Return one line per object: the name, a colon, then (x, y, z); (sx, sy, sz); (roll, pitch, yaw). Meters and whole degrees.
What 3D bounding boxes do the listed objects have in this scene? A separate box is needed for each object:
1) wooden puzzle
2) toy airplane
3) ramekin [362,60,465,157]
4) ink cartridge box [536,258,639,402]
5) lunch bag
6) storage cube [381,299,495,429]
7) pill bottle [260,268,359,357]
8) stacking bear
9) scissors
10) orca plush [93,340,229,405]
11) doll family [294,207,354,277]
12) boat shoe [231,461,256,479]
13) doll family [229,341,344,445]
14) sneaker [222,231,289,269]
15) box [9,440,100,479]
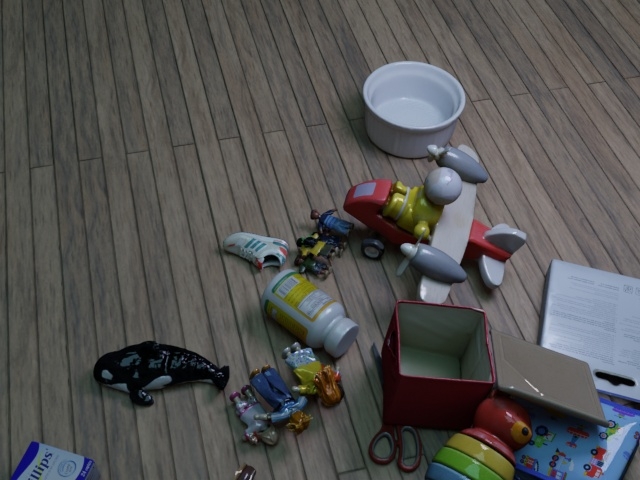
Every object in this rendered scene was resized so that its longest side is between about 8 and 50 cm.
wooden puzzle: (0.445, 0.275, 1.570); (0.221, 0.044, 0.239); (20, 22, -2)
toy airplane: (0.294, -0.052, 1.837); (0.384, 0.272, 0.386); (-21, 54, -19)
ramekin: (0.250, -0.355, 2.170); (0.277, 0.135, 0.277); (2, 51, -2)
ink cartridge box: (0.656, 0.219, 1.766); (0.324, 0.071, 0.330); (14, 55, 8)
lunch bag: (0.466, 0.398, 1.585); (0.293, 0.138, 0.221); (25, 56, 28)
storage cube: (0.230, 0.258, 1.618); (0.215, 0.193, 0.184); (5, 48, -4)
pill bottle: (-0.021, 0.164, 1.744); (0.208, 0.117, 0.117); (34, 57, 23)
stacking bear: (0.298, 0.423, 1.478); (0.175, 0.164, 0.289); (41, 72, -16)
scissors: (0.158, 0.347, 1.671); (0.109, 0.021, 0.297); (3, 49, 1)
orca plush: (-0.338, 0.265, 1.655); (0.287, 0.102, 0.151); (14, 52, 8)
doll family: (0.000, 0.000, 1.912); (0.111, 0.076, 0.193); (20, 48, 19)
boat shoe: (-0.165, 0.523, 1.478); (0.073, 0.073, 0.207); (21, 60, 12)
doll family: (-0.056, 0.313, 1.620); (0.263, 0.118, 0.163); (-30, 58, -24)
sneaker: (-0.157, 0.029, 1.886); (0.161, 0.057, 0.075); (8, 45, 0)
box: (-0.513, 0.469, 1.500); (0.137, 0.072, 0.126); (14, 51, 9)
